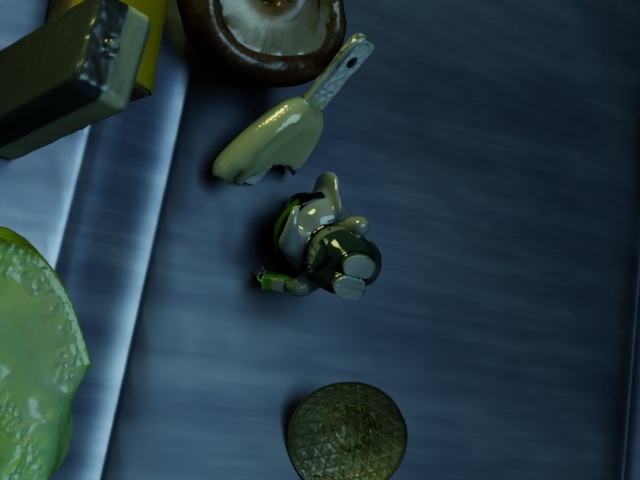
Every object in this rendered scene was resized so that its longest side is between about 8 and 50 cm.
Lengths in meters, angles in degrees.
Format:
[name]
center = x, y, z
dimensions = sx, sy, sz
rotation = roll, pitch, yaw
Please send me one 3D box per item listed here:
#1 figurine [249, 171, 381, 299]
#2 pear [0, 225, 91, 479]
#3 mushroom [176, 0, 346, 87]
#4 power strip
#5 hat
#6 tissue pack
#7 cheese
[figurine]
center = 0.000, 0.000, 1.433
dimensions = 0.126, 0.192, 0.147
rotation = 8, 113, -26
[pear]
center = -0.361, 0.109, 1.117
dimensions = 0.286, 0.176, 0.282
rotation = 32, 60, -34
[mushroom]
center = -0.083, -0.280, 1.446
dimensions = 0.231, 0.138, 0.194
rotation = 45, 76, -24
[power strip]
center = -0.260, -0.157, 1.195
dimensions = 0.070, 0.256, 0.105
rotation = 24, 67, -33
[hat]
center = 0.031, 0.232, 1.477
dimensions = 0.146, 0.067, 0.146
rotation = 0, 100, -2
[tissue pack]
center = -0.235, -0.251, 1.347
dimensions = 0.120, 0.082, 0.169
rotation = 20, 68, -36
[cheese]
center = -0.022, -0.152, 1.439
dimensions = 0.050, 0.235, 0.127
rotation = 47, 16, 25
